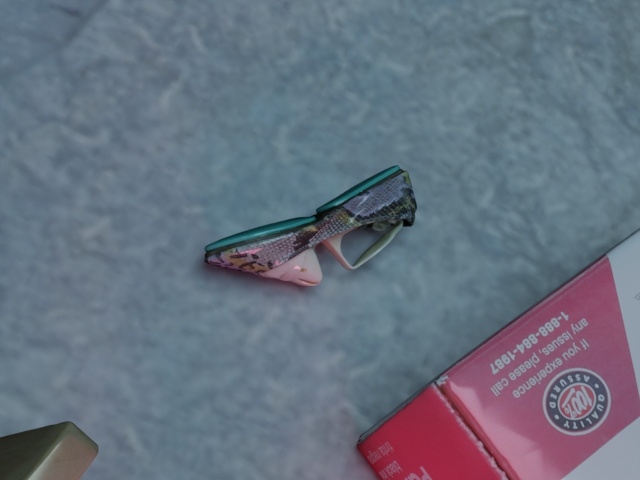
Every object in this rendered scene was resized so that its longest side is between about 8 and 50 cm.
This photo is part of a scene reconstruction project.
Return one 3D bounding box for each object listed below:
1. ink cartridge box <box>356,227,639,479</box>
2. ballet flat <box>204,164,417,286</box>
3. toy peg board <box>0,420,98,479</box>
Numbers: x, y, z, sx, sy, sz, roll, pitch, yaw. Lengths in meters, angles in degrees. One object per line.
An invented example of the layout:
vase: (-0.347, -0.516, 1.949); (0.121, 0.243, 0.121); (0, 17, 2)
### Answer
ink cartridge box: (0.186, 0.139, 0.655); (0.207, 0.117, 0.283); (-32, 81, -27)
ballet flat: (0.000, 0.000, 0.696); (0.114, 0.041, 0.041); (-24, 78, -25)
toy peg board: (-0.139, 0.157, 0.523); (0.079, 0.161, 0.160); (45, 61, -14)
